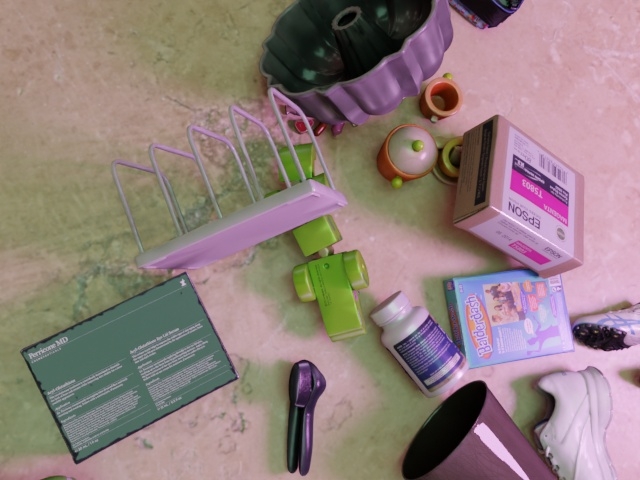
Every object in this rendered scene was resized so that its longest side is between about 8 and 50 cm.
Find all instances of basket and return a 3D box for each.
[{"bbox_3d":[0.280,0.379,1.165,0.227,0.154,0.204,43,73,-7],"label":"basket"}]

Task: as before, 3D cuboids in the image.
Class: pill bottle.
[{"bbox_3d":[0.161,0.170,1.194,0.094,0.094,0.169,-39,92,-15],"label":"pill bottle"}]

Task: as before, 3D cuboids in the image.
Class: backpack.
[{"bbox_3d":[0.324,-0.505,1.325,0.158,0.117,0.173,36,76,-5],"label":"backpack"}]

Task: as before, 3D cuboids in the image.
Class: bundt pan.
[{"bbox_3d":[0.070,-0.317,1.161,0.330,0.331,0.124,-55,134,-15],"label":"bundt pan"}]

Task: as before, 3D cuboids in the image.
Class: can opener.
[{"bbox_3d":[-0.033,0.284,1.155,0.073,0.059,0.186,5,90,-39],"label":"can opener"}]

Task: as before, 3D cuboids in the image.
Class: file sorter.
[{"bbox_3d":[-0.135,-0.085,1.065,0.278,0.193,0.173,-22,82,13],"label":"file sorter"}]

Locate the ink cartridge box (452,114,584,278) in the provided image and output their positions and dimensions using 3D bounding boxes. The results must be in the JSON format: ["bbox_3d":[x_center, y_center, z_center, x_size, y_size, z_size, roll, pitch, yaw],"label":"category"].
[{"bbox_3d":[0.345,-0.072,1.222,0.235,0.088,0.193,28,57,-26],"label":"ink cartridge box"}]

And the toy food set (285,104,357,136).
[{"bbox_3d":[0.004,-0.216,1.257,0.122,0.019,0.077,-15,85,-15],"label":"toy food set"}]

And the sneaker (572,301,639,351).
[{"bbox_3d":[0.568,0.151,1.306,0.237,0.085,0.086,0,55,-9],"label":"sneaker"}]

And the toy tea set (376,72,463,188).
[{"bbox_3d":[0.175,-0.249,1.246,0.200,0.124,0.335,-13,85,-14],"label":"toy tea set"}]

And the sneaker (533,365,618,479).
[{"bbox_3d":[0.435,0.368,1.236,0.129,0.111,0.297,-1,75,0],"label":"sneaker"}]

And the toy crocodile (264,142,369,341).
[{"bbox_3d":[0.000,0.000,1.185,0.115,0.105,0.340,-21,87,13],"label":"toy crocodile"}]

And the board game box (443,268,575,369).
[{"bbox_3d":[0.333,0.133,1.264,0.210,0.047,0.160,-6,83,-15],"label":"board game box"}]

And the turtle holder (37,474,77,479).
[{"bbox_3d":[-0.454,0.448,0.963,0.320,0.243,0.227,-35,109,-54],"label":"turtle holder"}]

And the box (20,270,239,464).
[{"bbox_3d":[-0.284,0.186,1.086,0.261,0.103,0.184,-26,91,-15],"label":"box"}]

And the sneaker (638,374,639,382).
[{"bbox_3d":[0.669,0.249,1.324,0.189,0.066,0.071,15,62,-15],"label":"sneaker"}]
